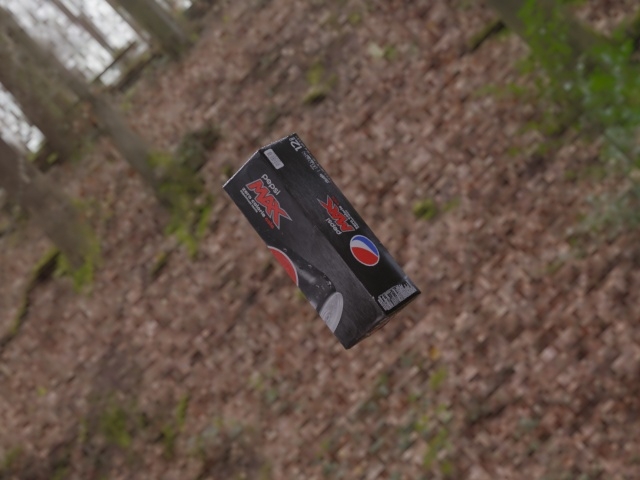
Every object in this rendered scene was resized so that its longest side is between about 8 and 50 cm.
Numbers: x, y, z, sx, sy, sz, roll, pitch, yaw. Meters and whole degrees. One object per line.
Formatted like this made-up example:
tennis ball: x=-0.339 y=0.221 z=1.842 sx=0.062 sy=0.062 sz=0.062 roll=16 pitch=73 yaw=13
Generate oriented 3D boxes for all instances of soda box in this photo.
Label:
soda box: x=0.000 y=0.000 z=1.200 sx=0.053 sy=0.169 sz=0.060 roll=-29 pitch=-11 yaw=-49
